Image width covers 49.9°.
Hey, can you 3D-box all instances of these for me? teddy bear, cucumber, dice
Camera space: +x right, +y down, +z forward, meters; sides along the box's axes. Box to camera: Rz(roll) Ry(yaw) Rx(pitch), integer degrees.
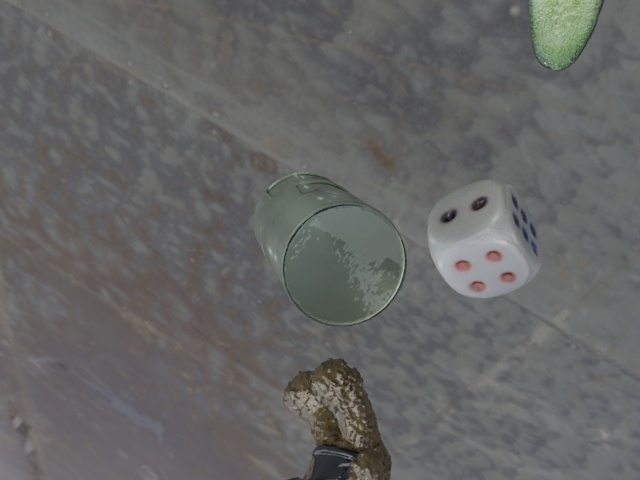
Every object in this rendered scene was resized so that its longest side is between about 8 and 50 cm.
[{"bbox_3d":[0.022,0.266,0.810,0.129,0.252,0.182,20,145,-16],"label":"teddy bear"},{"bbox_3d":[0.365,-0.378,1.020,0.115,0.063,0.244,13,119,18],"label":"cucumber"},{"bbox_3d":[0.352,-0.002,1.482,0.191,0.194,0.193,-21,125,32],"label":"dice"}]

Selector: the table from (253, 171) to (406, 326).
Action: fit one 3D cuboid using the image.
[{"bbox_3d":[0.000,0.000,0.757,0.126,0.126,0.220,49,180,-18],"label":"table"}]
